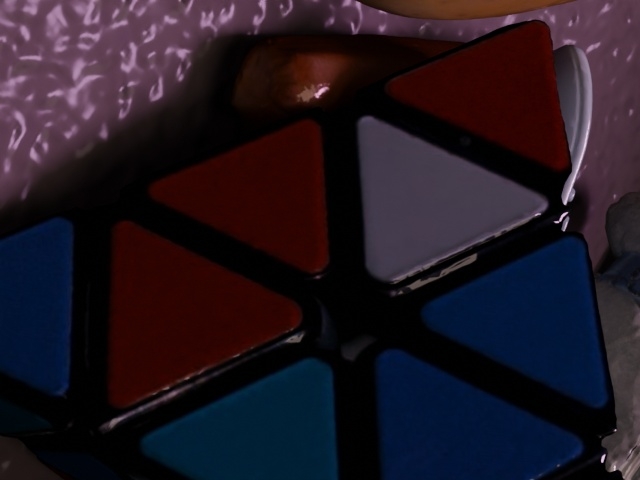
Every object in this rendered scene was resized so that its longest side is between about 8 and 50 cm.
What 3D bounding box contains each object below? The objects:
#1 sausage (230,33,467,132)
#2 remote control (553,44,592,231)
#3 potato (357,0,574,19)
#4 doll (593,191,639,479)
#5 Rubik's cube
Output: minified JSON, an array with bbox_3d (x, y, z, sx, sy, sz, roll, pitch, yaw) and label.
[{"bbox_3d":[0.019,-0.058,0.720,0.131,0.041,0.039,-5,124,-46],"label":"sausage"},{"bbox_3d":[0.054,0.061,0.787,0.103,0.051,0.293,28,80,-86],"label":"remote control"},{"bbox_3d":[0.093,-0.157,0.671,0.234,0.146,0.150,-34,138,-31],"label":"potato"},{"bbox_3d":[0.115,0.075,0.837,0.071,0.103,0.214,30,78,-29],"label":"doll"},{"bbox_3d":[0.000,0.000,0.666,0.250,0.284,0.234,33,75,-13],"label":"Rubik's cube"}]
